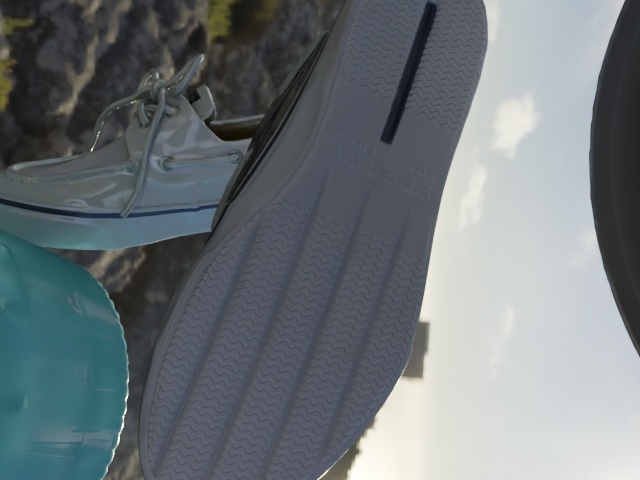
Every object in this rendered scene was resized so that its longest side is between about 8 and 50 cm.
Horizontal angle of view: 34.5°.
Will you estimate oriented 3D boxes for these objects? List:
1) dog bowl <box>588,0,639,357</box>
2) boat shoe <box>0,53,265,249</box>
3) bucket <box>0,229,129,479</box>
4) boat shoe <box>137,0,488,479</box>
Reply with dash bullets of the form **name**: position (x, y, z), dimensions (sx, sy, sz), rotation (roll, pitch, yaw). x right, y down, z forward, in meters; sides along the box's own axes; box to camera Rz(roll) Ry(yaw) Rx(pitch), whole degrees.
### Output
- **dog bowl**: position (0.287, -0.021, 0.418), dimensions (0.102, 0.348, 0.349), rotation (-20, 121, -40)
- **boat shoe**: position (-0.118, -0.089, 0.906), dimensions (0.136, 0.367, 0.157), rotation (-117, -155, -65)
- **bucket**: position (-0.289, 0.105, 0.747), dimensions (0.183, 0.281, 0.281), rotation (27, 64, -54)
- **boat shoe**: position (0.000, 0.000, 0.578), dimensions (0.335, 0.121, 0.119), rotation (-63, -170, -17)
